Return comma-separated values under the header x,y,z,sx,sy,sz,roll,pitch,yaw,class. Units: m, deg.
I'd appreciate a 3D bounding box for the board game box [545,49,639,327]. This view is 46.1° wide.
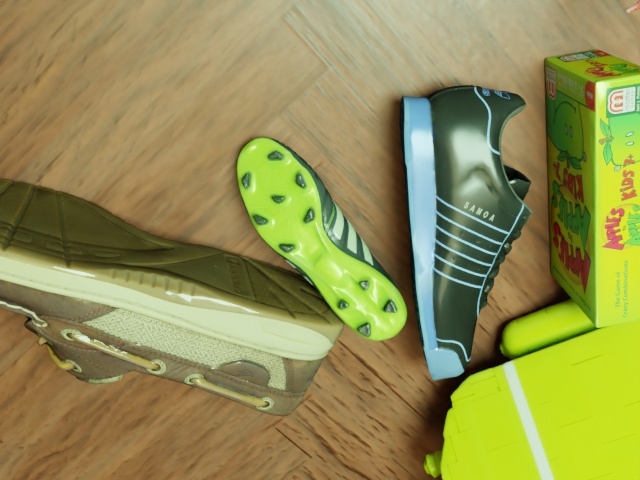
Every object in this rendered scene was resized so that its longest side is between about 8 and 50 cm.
x,y,z,sx,sy,sz,roll,pitch,yaw,class
0.203,-0.039,0.551,0.043,0.092,0.181,-10,114,-2,board game box

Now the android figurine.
x,y,z,sx,sy,sz,roll,pitch,yaw,class
0.207,0.160,0.564,0.273,0.248,0.056,-27,146,19,android figurine

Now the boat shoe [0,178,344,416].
x,y,z,sx,sy,sz,roll,pitch,yaw,class
-0.158,0.053,0.547,0.342,0.123,0.123,17,109,-19,boat shoe

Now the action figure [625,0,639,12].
x,y,z,sx,sy,sz,roll,pitch,yaw,class
0.278,-0.199,0.488,0.281,0.091,0.139,-3,104,-4,action figure

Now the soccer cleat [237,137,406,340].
x,y,z,sx,sy,sz,roll,pitch,yaw,class
0.000,0.000,0.570,0.060,0.072,0.179,-37,90,8,soccer cleat

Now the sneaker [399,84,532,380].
x,y,z,sx,sy,sz,roll,pitch,yaw,class
0.112,0.001,0.566,0.091,0.081,0.232,-5,113,5,sneaker
